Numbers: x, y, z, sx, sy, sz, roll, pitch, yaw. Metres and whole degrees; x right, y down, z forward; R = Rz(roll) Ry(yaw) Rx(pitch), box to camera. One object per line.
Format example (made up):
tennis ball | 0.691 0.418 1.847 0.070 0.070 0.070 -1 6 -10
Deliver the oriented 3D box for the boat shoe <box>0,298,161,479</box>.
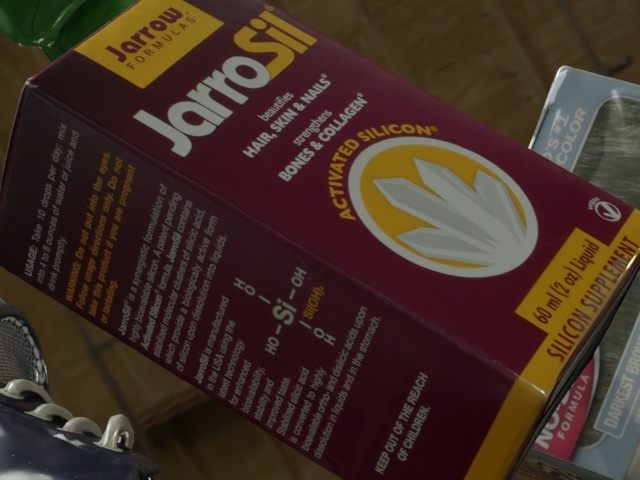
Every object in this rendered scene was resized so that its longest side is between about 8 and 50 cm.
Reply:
boat shoe | -0.125 0.116 0.768 0.158 0.340 0.127 -18 -60 11

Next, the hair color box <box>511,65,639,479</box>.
hair color box | 0.191 0.070 0.965 0.113 0.374 0.185 19 -101 28

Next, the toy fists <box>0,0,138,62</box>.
toy fists | -0.178 -0.181 0.941 0.096 0.279 0.142 -32 -116 22

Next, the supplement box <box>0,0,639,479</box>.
supplement box | 0.000 0.000 0.577 0.188 0.104 0.081 31 -48 11
